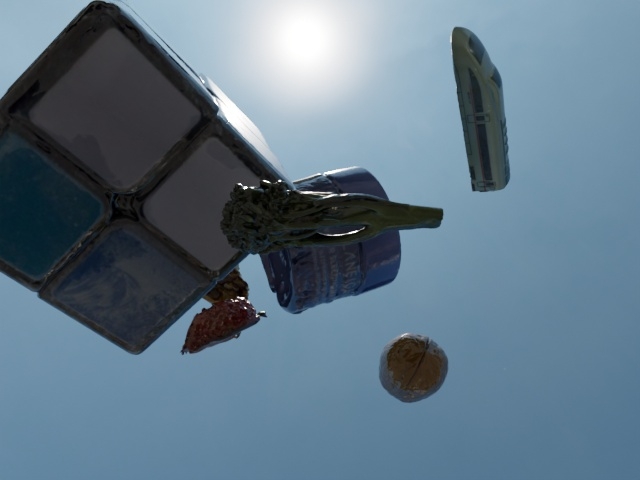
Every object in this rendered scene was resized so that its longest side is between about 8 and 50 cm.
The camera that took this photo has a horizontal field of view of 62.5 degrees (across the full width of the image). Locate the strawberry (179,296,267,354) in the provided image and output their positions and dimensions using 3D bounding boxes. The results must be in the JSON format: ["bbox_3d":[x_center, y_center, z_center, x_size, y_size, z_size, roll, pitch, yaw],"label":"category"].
[{"bbox_3d":[-0.209,0.173,1.110,0.192,0.140,0.085,-23,-98,-13],"label":"strawberry"}]

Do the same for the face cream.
[{"bbox_3d":[0.000,0.000,1.020,0.224,0.249,0.249,-17,-108,-17],"label":"face cream"}]

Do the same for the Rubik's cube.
[{"bbox_3d":[-0.260,-0.098,0.712,0.318,0.313,0.316,-42,-151,7],"label":"Rubik's cube"}]

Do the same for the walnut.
[{"bbox_3d":[0.230,0.318,1.328,0.167,0.207,0.168,7,-125,-10],"label":"walnut"}]

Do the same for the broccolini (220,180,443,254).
[{"bbox_3d":[0.009,-0.025,0.490,0.202,0.091,0.068,-4,-135,-11],"label":"broccolini"}]

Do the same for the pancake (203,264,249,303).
[{"bbox_3d":[-0.257,0.020,1.260,0.266,0.057,0.245,33,-124,-9],"label":"pancake"}]

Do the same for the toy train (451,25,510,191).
[{"bbox_3d":[0.353,-0.274,1.140,0.088,0.407,0.087,5,-126,28],"label":"toy train"}]
